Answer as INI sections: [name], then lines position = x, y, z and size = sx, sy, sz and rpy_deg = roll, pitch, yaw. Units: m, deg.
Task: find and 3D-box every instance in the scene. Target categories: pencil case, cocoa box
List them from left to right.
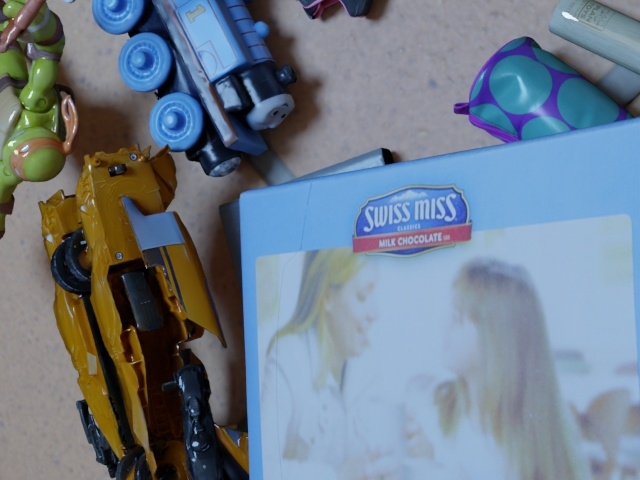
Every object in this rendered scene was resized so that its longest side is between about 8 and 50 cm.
[pencil case]
position = 0.160, -0.057, 0.684
size = 0.070, 0.064, 0.152
rpy_deg = -44, 72, -3
[cocoa box]
position = 0.152, 0.072, 0.488
size = 0.347, 0.228, 0.231
rpy_deg = -7, 84, 50

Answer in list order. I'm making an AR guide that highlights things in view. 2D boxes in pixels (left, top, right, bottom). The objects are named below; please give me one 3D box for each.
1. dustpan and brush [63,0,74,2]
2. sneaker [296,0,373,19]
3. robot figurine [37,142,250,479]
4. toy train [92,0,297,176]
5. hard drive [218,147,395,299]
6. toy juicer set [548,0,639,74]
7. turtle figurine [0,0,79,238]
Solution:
[dustpan and brush]
position = -0.213, -0.272, 0.850
size = 0.147, 0.060, 0.211
rpy_deg = -27, 80, 23
[sneaker]
position = -0.012, -0.186, 0.774
size = 0.119, 0.047, 0.057
rpy_deg = 19, 110, 24
[robot figurine]
position = -0.117, 0.089, 0.774
size = 0.211, 0.085, 0.290
rpy_deg = -23, 84, 61
[toy train]
position = -0.087, -0.139, 0.789
size = 0.105, 0.080, 0.184
rpy_deg = -30, 79, 16
[hard drive]
position = 0.000, 0.000, 0.781
size = 0.135, 0.022, 0.094
rpy_deg = -18, 84, 24
[toy juicer set]
position = 0.213, -0.221, 0.642
size = 0.209, 0.089, 0.328
rpy_deg = 9, 96, 24
[turtle figurine]
position = -0.224, -0.106, 0.811
size = 0.217, 0.087, 0.269
rpy_deg = 48, 127, 46
